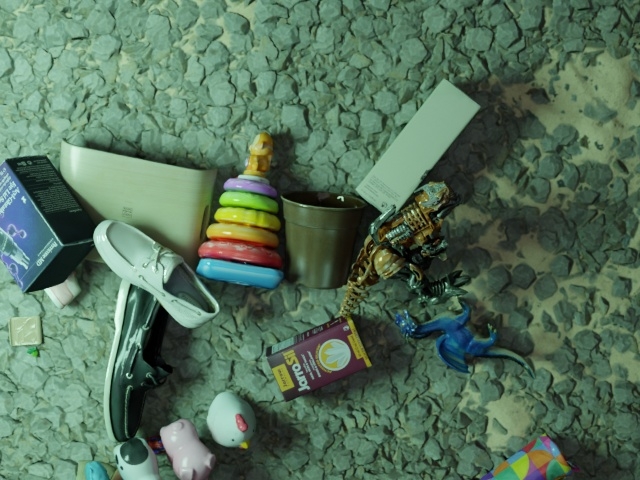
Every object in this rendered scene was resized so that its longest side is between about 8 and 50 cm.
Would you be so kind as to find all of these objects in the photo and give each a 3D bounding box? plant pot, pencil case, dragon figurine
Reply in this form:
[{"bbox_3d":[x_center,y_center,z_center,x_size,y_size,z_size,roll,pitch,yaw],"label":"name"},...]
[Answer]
[{"bbox_3d":[0.000,0.000,1.743,0.167,0.167,0.165,4,102,-3],"label":"plant pot"},{"bbox_3d":[0.405,0.494,1.836,0.236,0.104,0.104,-34,96,3],"label":"pencil case"},{"bbox_3d":[0.282,0.211,1.805,0.289,0.085,0.144,41,95,-1],"label":"dragon figurine"}]

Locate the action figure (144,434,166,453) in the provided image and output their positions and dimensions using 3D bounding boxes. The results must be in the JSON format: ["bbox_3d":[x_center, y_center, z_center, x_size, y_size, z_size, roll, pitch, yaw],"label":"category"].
[{"bbox_3d":[-0.318,0.413,1.829,0.115,0.030,0.038,-5,90,3],"label":"action figure"}]

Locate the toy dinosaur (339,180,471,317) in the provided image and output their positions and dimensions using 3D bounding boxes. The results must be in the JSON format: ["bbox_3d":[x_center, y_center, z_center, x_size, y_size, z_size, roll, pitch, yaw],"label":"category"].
[{"bbox_3d":[0.152,0.022,1.716,0.218,0.164,0.322,26,137,-37],"label":"toy dinosaur"}]

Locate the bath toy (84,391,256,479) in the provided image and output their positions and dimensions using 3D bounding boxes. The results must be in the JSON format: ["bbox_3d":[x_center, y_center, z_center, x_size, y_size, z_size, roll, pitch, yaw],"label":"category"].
[{"bbox_3d":[-0.270,0.419,1.733,0.348,0.129,0.151,-26,99,-21],"label":"bath toy"}]

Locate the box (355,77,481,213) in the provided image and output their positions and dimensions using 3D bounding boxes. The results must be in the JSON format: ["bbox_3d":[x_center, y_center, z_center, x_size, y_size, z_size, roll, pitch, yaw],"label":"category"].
[{"bbox_3d":[0.187,-0.174,1.749,0.094,0.113,0.275,39,94,2],"label":"box"}]

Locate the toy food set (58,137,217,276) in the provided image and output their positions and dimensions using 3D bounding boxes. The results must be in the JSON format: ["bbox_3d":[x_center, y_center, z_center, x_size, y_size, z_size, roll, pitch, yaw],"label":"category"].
[{"bbox_3d":[-0.368,-0.065,1.760,0.306,0.092,0.220,11,107,-2],"label":"toy food set"}]

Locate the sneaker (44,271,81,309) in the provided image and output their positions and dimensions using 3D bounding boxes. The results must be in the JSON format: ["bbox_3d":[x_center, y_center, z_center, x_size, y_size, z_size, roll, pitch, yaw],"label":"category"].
[{"bbox_3d":[-0.525,0.064,1.776,0.070,0.051,0.134,-37,95,-6],"label":"sneaker"}]

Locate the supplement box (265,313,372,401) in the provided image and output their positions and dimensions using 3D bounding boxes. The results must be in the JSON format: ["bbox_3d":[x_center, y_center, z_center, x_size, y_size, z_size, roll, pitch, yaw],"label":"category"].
[{"bbox_3d":[-0.004,0.232,1.798,0.188,0.081,0.104,-24,96,0],"label":"supplement box"}]

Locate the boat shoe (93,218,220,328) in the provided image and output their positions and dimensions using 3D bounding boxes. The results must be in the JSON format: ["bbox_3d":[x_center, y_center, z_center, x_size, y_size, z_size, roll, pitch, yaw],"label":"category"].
[{"bbox_3d":[-0.294,0.052,1.680,0.277,0.096,0.098,42,55,-18],"label":"boat shoe"}]

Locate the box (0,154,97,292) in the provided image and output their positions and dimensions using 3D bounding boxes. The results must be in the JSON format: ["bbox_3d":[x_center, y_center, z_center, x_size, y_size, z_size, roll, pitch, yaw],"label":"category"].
[{"bbox_3d":[-0.533,-0.032,1.685,0.153,0.108,0.207,-44,77,28],"label":"box"}]

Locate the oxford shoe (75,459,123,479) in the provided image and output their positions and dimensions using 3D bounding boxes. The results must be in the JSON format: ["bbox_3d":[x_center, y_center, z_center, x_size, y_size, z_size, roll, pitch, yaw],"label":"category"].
[{"bbox_3d":[-0.480,0.582,1.726,0.130,0.348,0.123,18,135,3],"label":"oxford shoe"}]

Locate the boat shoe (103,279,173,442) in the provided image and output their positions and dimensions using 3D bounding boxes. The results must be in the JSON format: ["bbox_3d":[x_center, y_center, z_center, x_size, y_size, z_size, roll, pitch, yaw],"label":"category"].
[{"bbox_3d":[-0.342,0.233,1.762,0.113,0.127,0.340,7,86,9],"label":"boat shoe"}]

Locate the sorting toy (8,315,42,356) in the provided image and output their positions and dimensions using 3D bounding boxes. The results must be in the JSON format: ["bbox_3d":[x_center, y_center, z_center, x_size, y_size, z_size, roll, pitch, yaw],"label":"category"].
[{"bbox_3d":[-0.589,0.194,1.803,0.062,0.012,0.083,-3,92,-7],"label":"sorting toy"}]

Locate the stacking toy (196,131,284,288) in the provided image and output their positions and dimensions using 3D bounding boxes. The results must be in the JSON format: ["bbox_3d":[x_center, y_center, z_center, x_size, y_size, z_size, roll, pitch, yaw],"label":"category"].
[{"bbox_3d":[-0.137,-0.065,1.742,0.166,0.175,0.302,10,84,-6],"label":"stacking toy"}]
